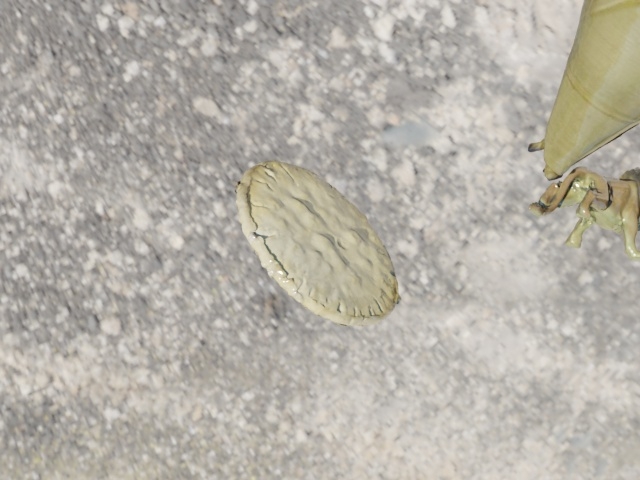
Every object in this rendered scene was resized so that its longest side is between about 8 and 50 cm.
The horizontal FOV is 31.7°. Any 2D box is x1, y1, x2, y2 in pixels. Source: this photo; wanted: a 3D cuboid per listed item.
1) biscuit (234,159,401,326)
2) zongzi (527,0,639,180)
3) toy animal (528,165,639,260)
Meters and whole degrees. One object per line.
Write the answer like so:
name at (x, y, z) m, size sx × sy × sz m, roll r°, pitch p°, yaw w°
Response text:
biscuit at (0.000, 0.000, 0.820) m, size 0.152 × 0.152 × 0.020 m, roll 25°, pitch 128°, yaw -35°
zongzi at (0.404, -0.227, 0.886) m, size 0.447 × 0.181 × 0.418 m, roll 1°, pitch 123°, yaw -23°
toy animal at (0.248, -0.024, 1.013) m, size 0.220 × 0.069 × 0.086 m, roll -3°, pitch 95°, yaw -47°
